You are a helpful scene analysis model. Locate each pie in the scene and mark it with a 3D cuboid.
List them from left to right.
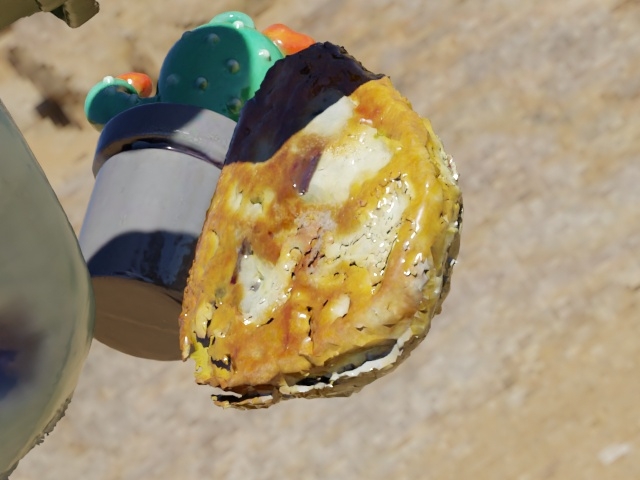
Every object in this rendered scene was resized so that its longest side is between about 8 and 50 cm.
[{"bbox_3d":[-0.001,-0.001,1.504,0.308,0.085,0.308,-21,56,34],"label":"pie"}]

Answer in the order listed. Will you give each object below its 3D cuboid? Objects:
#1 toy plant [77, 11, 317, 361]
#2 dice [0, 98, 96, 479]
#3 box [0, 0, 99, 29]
[{"bbox_3d":[-0.131,-0.083,1.899,0.279,0.185,0.400,-11,47,36],"label":"toy plant"},{"bbox_3d":[-0.298,0.004,1.048,0.265,0.262,0.268,-33,32,-15],"label":"dice"},{"bbox_3d":[-0.203,-0.150,0.585,0.178,0.252,0.329,-35,0,-7],"label":"box"}]
